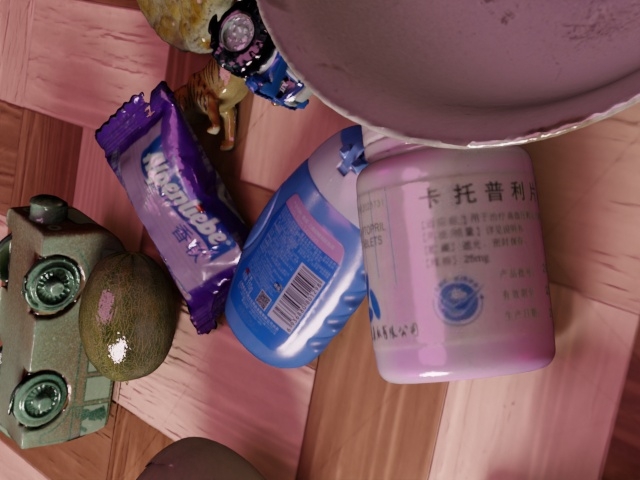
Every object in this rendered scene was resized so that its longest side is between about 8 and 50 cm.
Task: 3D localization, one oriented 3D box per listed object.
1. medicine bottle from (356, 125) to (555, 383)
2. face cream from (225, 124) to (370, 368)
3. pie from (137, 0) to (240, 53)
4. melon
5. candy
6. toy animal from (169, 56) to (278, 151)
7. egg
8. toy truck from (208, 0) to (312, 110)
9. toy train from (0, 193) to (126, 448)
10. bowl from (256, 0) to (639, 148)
[{"bbox_3d":[0.107,-0.014,0.838,0.152,0.152,0.254,-10,85,44],"label":"medicine bottle"},{"bbox_3d":[0.000,0.000,0.991,0.149,0.083,0.264,51,124,28],"label":"face cream"},{"bbox_3d":[-0.149,-0.342,1.125,0.274,0.105,0.257,60,136,26],"label":"pie"},{"bbox_3d":[-0.229,0.094,1.198,0.114,0.114,0.167,21,114,43],"label":"melon"},{"bbox_3d":[-0.156,-0.035,1.139,0.145,0.070,0.275,-30,86,37],"label":"candy"},{"bbox_3d":[-0.096,-0.173,1.104,0.241,0.057,0.099,-38,65,39],"label":"toy animal"},{"bbox_3d":[-0.119,0.329,1.040,0.186,0.186,0.253,-12,81,44],"label":"egg"},{"bbox_3d":[0.004,-0.221,0.942,0.126,0.113,0.208,40,104,28],"label":"toy truck"},{"bbox_3d":[-0.332,0.100,1.273,0.129,0.159,0.326,25,112,44],"label":"toy train"},{"bbox_3d":[0.173,-0.254,0.715,0.435,0.196,0.434,-8,76,33],"label":"bowl"}]
